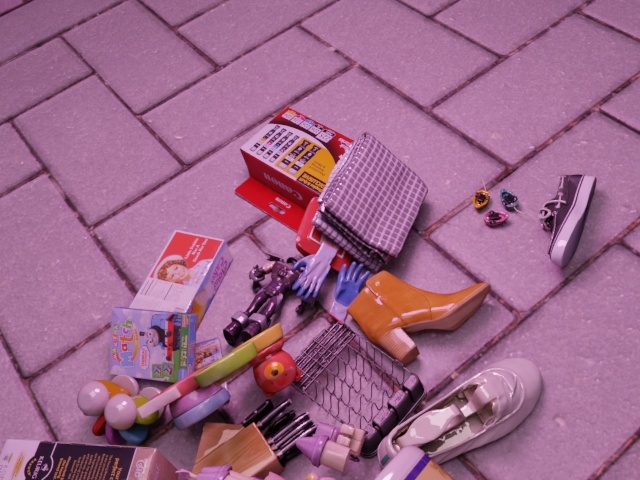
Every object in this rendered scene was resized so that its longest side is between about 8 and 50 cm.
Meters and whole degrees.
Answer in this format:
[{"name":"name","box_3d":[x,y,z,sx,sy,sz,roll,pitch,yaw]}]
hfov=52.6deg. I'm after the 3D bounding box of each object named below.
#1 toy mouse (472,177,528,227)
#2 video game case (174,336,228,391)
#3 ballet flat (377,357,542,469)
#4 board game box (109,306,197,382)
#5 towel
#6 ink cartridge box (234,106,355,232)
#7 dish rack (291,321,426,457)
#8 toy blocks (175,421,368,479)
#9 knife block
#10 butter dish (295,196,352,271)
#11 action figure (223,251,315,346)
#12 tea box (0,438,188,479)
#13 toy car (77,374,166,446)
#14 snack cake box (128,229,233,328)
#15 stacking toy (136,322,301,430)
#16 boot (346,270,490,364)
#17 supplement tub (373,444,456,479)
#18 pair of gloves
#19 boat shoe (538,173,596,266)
[{"name":"toy mouse","box_3d":[0.462,-0.081,1.669,0.143,0.031,0.161,16,58,21]},{"name":"video game case","box_3d":[-0.282,0.315,1.513,0.119,0.015,0.166,-16,52,-2]},{"name":"ballet flat","box_3d":[0.295,0.351,1.308,0.400,0.139,0.139,-28,53,-11]},{"name":"board game box","box_3d":[-0.392,0.243,1.509,0.212,0.039,0.160,2,90,20]},{"name":"towel","box_3d":[0.129,-0.099,1.607,0.121,0.235,0.283,-25,31,53]},{"name":"ink cartridge box","box_3d":[-0.059,-0.191,1.786,0.309,0.130,0.272,31,65,28]},{"name":"dish rack","box_3d":[0.069,0.311,1.420,0.272,0.074,0.208,32,63,31]},{"name":"toy blocks","box_3d":[-0.092,0.447,1.175,0.260,0.288,0.308,16,74,15]},{"name":"knife block","box_3d":[-0.131,0.462,1.327,0.242,0.088,0.275,2,53,13]},{"name":"butter dish","box_3d":[0.000,0.000,1.646,0.160,0.118,0.159,32,55,-18]},{"name":"action figure","box_3d":[-0.119,0.136,1.574,0.185,0.099,0.285,18,54,30]},{"name":"tea box","box_3d":[-0.460,0.575,1.218,0.324,0.220,0.329,0,54,12]},{"name":"toy car","box_3d":[-0.443,0.383,1.426,0.182,0.159,0.136,17,93,21]},{"name":"snack cake box","box_3d":[-0.350,0.109,1.635,0.152,0.089,0.264,10,55,20]},{"name":"stacking toy","box_3d":[-0.197,0.310,1.320,0.309,0.279,0.130,-31,87,6]},{"name":"boot","box_3d":[0.223,0.132,1.506,0.295,0.104,0.211,-35,55,-12]},{"name":"supplement tub","box_3d":[0.203,0.542,1.091,0.331,0.241,0.241,39,67,18]},{"name":"pair of gloves","box_3d":[0.026,0.096,1.549,0.198,0.023,0.159,36,68,-15]},{"name":"boat shoe","box_3d":[0.589,-0.061,1.583,0.105,0.113,0.306,13,54,27]}]
